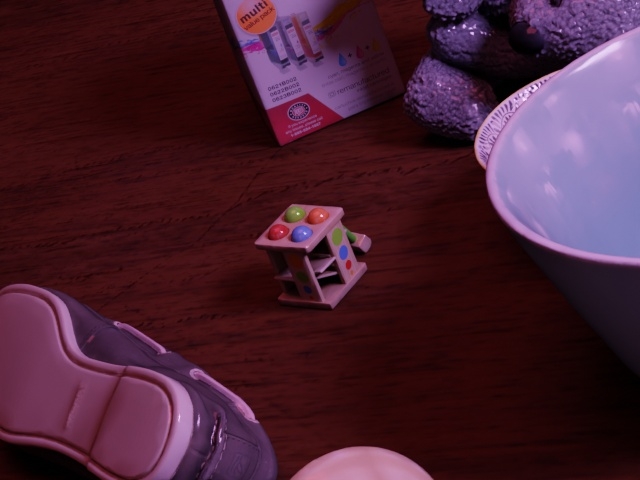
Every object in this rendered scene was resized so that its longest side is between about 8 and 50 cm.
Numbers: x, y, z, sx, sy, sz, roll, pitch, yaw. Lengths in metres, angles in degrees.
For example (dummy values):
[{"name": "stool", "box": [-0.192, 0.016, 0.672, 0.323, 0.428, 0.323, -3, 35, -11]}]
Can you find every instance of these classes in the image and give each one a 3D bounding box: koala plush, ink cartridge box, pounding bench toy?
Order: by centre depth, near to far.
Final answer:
[{"name": "pounding bench toy", "box": [0.000, 0.000, 1.370, 0.052, 0.065, 0.083, 4, 38, 38]}, {"name": "koala plush", "box": [0.191, -0.192, 1.445, 0.203, 0.196, 0.221, -27, 24, -30]}, {"name": "ink cartridge box", "box": [-0.022, -0.203, 1.609, 0.128, 0.176, 0.127, -23, 29, -2]}]

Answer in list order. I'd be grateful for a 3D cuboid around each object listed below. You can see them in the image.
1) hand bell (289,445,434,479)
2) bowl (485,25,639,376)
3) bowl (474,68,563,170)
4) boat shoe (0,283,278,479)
[{"name": "hand bell", "box": [0.071, 0.176, 0.897, 0.126, 0.126, 0.242, -34, 13, -21]}, {"name": "bowl", "box": [0.272, -0.013, 1.111, 0.311, 0.163, 0.311, -16, 30, 10]}, {"name": "bowl", "box": [0.203, -0.057, 1.314, 0.170, 0.080, 0.170, -16, 29, 9]}, {"name": "boat shoe", "box": [-0.148, 0.116, 1.273, 0.335, 0.095, 0.112, 22, 86, 56]}]
